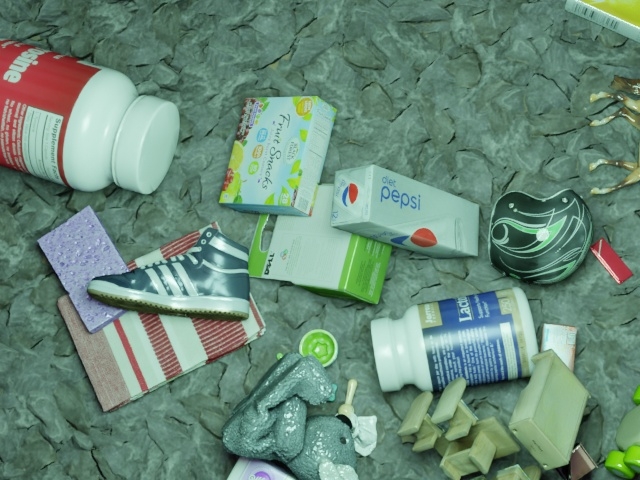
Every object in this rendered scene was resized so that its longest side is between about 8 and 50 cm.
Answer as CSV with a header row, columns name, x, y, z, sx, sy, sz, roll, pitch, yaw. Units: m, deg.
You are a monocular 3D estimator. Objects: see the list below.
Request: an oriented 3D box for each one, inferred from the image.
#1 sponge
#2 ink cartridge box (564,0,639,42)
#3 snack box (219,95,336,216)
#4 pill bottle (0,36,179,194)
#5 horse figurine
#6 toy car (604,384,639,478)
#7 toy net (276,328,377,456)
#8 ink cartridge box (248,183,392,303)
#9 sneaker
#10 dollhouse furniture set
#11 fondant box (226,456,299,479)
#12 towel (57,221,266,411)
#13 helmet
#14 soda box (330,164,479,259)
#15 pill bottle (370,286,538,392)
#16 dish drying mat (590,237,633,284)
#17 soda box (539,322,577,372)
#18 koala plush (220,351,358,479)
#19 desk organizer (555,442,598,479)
name,x,y,z,sx,sy,sz,roll,pitch,yaw
sponge,-0.416,0.051,1.917,0.117,0.031,0.210,-33,73,-4
ink cartridge box,0.652,-0.495,1.926,0.303,0.072,0.307,27,84,12
snack box,-0.077,-0.152,1.898,0.174,0.070,0.207,5,77,38
pill bottle,-0.477,-0.222,1.917,0.407,0.229,0.229,17,80,10
horse figurine,0.565,-0.177,1.864,0.174,0.066,0.263,0,79,13
toy car,0.587,0.339,1.712,0.188,0.149,0.155,29,72,1
toy net,0.013,0.275,1.836,0.122,0.045,0.232,-29,76,-1
ink cartridge box,0.000,0.000,1.886,0.255,0.097,0.189,5,76,43
sneaker,-0.258,0.050,1.847,0.282,0.099,0.153,8,76,-9
dollhouse furniture set,0.291,0.298,1.698,0.212,0.242,0.161,49,42,-13
fondant box,-0.102,0.553,1.761,0.238,0.096,0.330,27,81,12
towel,-0.288,0.136,1.912,0.329,0.037,0.237,-26,73,-1
helmet,0.380,-0.008,1.798,0.161,0.169,0.169,8,78,25
soda box,0.148,-0.042,1.775,0.091,0.286,0.098,-7,73,44
pill bottle,0.224,0.174,1.779,0.264,0.153,0.153,-11,76,4
dish drying mat,0.509,0.036,1.850,0.032,0.008,0.083,-36,75,-3
soda box,0.397,0.235,1.789,0.058,0.063,0.183,6,78,11
koala plush,-0.027,0.327,1.735,0.203,0.196,0.221,-45,97,-11
desk organizer,0.412,0.364,1.724,0.050,0.130,0.047,-35,76,0
